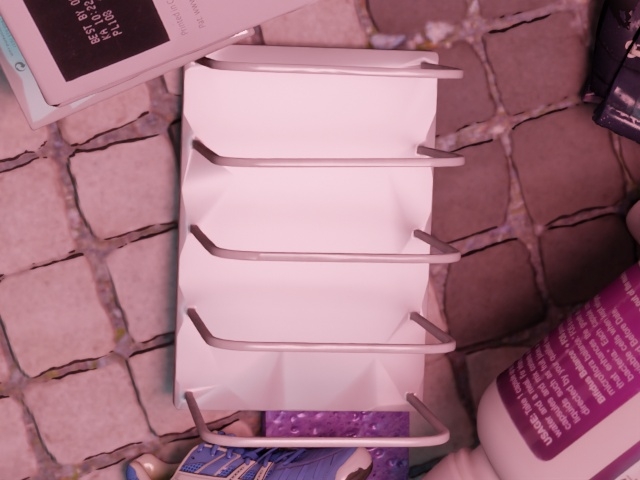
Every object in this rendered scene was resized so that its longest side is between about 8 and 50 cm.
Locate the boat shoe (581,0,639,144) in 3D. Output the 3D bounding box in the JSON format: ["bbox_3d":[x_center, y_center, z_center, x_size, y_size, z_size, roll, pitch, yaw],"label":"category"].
[{"bbox_3d":[0.362,-0.121,1.481,0.340,0.127,0.158,17,115,-10],"label":"boat shoe"}]

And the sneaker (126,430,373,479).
[{"bbox_3d":[-0.060,0.186,1.481,0.211,0.080,0.081,-18,99,22],"label":"sneaker"}]

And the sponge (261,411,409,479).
[{"bbox_3d":[0.012,0.165,1.538,0.117,0.031,0.210,-2,104,-9],"label":"sponge"}]

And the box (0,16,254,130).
[{"bbox_3d":[-0.146,-0.162,1.375,0.170,0.130,0.091,-23,106,-1],"label":"box"}]

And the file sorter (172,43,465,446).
[{"bbox_3d":[0.000,0.000,1.400,0.193,0.173,0.277,1,96,-9],"label":"file sorter"}]

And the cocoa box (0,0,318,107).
[{"bbox_3d":[-0.140,-0.302,1.161,0.231,0.228,0.347,-21,139,1],"label":"cocoa box"}]

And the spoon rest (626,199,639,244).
[{"bbox_3d":[0.362,-0.035,1.453,0.137,0.276,0.084,28,57,-49],"label":"spoon rest"}]

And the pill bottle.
[{"bbox_3d":[0.218,0.126,1.355,0.301,0.169,0.169,-40,107,12],"label":"pill bottle"}]
